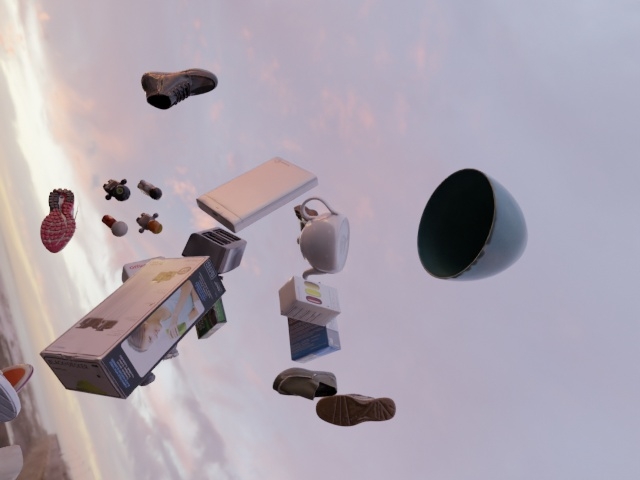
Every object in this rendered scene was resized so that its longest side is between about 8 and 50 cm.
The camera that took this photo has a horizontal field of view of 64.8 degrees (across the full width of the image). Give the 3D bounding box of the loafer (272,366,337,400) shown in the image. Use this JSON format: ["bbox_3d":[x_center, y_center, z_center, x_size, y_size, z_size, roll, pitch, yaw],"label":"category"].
[{"bbox_3d":[-0.044,0.504,1.760,0.087,0.251,0.095,44,-56,58],"label":"loafer"}]

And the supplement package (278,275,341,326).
[{"bbox_3d":[-0.050,0.274,2.261,0.134,0.244,0.139,-45,-140,35],"label":"supplement package"}]

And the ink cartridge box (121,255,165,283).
[{"bbox_3d":[-0.600,0.177,1.815,0.219,0.160,0.093,54,-43,28],"label":"ink cartridge box"}]

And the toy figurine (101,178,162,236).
[{"bbox_3d":[-0.693,-0.121,1.871,0.148,0.209,0.213,23,-72,44],"label":"toy figurine"}]

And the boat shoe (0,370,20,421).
[{"bbox_3d":[-0.876,0.334,1.289,0.302,0.109,0.094,60,2,-20],"label":"boat shoe"}]

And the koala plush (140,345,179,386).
[{"bbox_3d":[-0.654,0.423,1.961,0.203,0.221,0.196,63,8,-49],"label":"koala plush"}]

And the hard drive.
[{"bbox_3d":[-0.214,-0.167,1.723,0.233,0.353,0.047,31,-38,39],"label":"hard drive"}]

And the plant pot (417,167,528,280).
[{"bbox_3d":[0.418,-0.019,1.312,0.290,0.195,0.290,-46,-145,47],"label":"plant pot"}]

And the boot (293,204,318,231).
[{"bbox_3d":[-0.052,-0.077,2.370,0.198,0.076,0.137,-136,-150,-57],"label":"boot"}]

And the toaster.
[{"bbox_3d":[-0.361,0.036,1.758,0.185,0.168,0.110,27,-73,13],"label":"toaster"}]

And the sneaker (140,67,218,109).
[{"bbox_3d":[-0.401,-0.432,1.467,0.083,0.221,0.118,101,-27,-48],"label":"sneaker"}]

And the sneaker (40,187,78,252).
[{"bbox_3d":[-1.004,-0.067,1.958,0.112,0.120,0.299,114,-27,-43],"label":"sneaker"}]

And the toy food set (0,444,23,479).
[{"bbox_3d":[-1.010,0.715,1.398,0.092,0.219,0.306,39,-83,24],"label":"toy food set"}]

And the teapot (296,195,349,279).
[{"bbox_3d":[0.000,0.000,1.930,0.252,0.186,0.256,66,34,-62],"label":"teapot"}]

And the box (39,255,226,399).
[{"bbox_3d":[-0.327,0.144,0.918,0.169,0.290,0.087,-4,-61,30],"label":"box"}]

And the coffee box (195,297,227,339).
[{"bbox_3d":[-0.374,0.253,1.688,0.184,0.040,0.113,-39,-118,48],"label":"coffee box"}]

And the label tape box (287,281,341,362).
[{"bbox_3d":[-0.043,0.422,2.581,0.249,0.115,0.348,-28,-128,29],"label":"label tape box"}]

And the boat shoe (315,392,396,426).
[{"bbox_3d":[0.133,0.688,2.072,0.123,0.341,0.123,150,-60,-69],"label":"boat shoe"}]

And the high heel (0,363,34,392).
[{"bbox_3d":[-1.303,0.639,2.007,0.127,0.377,0.181,47,-23,18],"label":"high heel"}]
